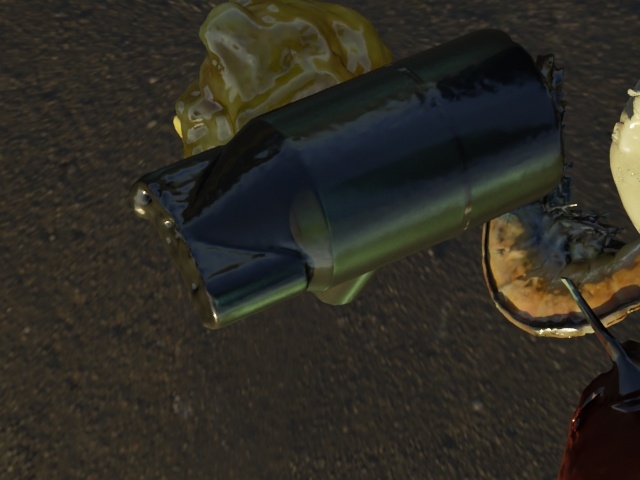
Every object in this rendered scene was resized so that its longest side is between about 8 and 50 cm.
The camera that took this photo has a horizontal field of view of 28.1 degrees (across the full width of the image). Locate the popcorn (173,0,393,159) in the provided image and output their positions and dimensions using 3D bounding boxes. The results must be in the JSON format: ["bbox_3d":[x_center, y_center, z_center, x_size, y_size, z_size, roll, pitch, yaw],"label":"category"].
[{"bbox_3d":[-0.014,-0.079,1.042,0.253,0.190,0.191,36,133,-16],"label":"popcorn"}]

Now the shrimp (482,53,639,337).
[{"bbox_3d":[0.251,-0.054,1.195,0.222,0.054,0.290,-12,67,35],"label":"shrimp"}]

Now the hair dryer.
[{"bbox_3d":[0.000,0.000,0.852,0.244,0.302,0.116,-22,72,-18],"label":"hair dryer"}]

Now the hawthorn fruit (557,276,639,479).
[{"bbox_3d":[0.161,0.105,0.450,0.181,0.181,0.235,-30,77,3],"label":"hawthorn fruit"}]

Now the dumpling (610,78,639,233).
[{"bbox_3d":[0.213,-0.040,0.607,0.136,0.199,0.118,19,99,23],"label":"dumpling"}]
